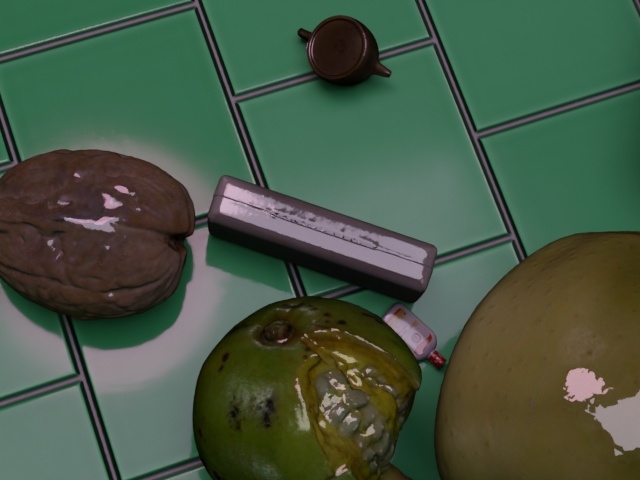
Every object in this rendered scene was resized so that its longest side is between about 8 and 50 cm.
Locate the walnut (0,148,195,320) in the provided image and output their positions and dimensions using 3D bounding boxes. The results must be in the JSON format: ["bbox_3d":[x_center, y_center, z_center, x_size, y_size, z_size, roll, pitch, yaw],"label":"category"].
[{"bbox_3d":[-0.247,-0.008,1.430,0.230,0.178,0.178,11,73,4],"label":"walnut"}]

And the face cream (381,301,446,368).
[{"bbox_3d":[0.102,0.106,1.499,0.083,0.021,0.040,42,76,7],"label":"face cream"}]

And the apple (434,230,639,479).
[{"bbox_3d":[0.294,0.168,1.337,0.357,0.357,0.357,1,74,-5],"label":"apple"}]

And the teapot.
[{"bbox_3d":[0.025,-0.213,1.563,0.121,0.068,0.076,27,94,25],"label":"teapot"}]

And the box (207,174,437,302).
[{"bbox_3d":[0.000,0.000,1.477,0.243,0.103,0.055,18,78,0],"label":"box"}]

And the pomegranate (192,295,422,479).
[{"bbox_3d":[0.011,0.197,1.384,0.236,0.236,0.302,-41,115,-14],"label":"pomegranate"}]
